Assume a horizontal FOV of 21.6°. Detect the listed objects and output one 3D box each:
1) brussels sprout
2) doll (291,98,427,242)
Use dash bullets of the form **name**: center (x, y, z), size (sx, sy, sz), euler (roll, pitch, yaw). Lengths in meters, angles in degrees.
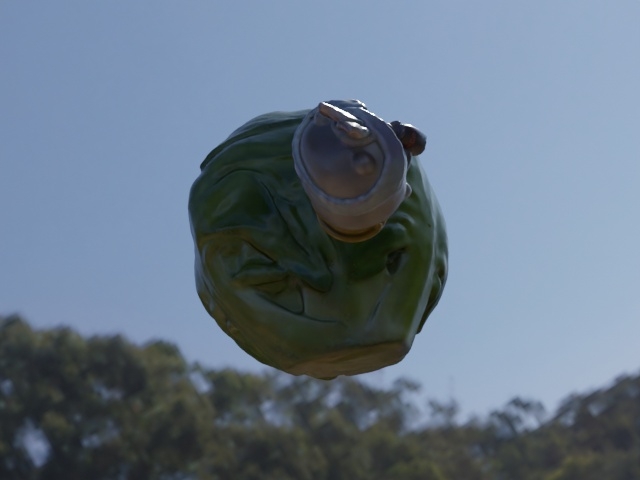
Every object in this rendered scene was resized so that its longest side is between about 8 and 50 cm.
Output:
- **brussels sprout**: center (0.000, 0.000, 1.308), size (0.223, 0.223, 0.161), euler (-27, -6, -13)
- **doll**: center (0.027, -0.050, 1.009), size (0.084, 0.073, 0.127), euler (-25, -23, -10)
